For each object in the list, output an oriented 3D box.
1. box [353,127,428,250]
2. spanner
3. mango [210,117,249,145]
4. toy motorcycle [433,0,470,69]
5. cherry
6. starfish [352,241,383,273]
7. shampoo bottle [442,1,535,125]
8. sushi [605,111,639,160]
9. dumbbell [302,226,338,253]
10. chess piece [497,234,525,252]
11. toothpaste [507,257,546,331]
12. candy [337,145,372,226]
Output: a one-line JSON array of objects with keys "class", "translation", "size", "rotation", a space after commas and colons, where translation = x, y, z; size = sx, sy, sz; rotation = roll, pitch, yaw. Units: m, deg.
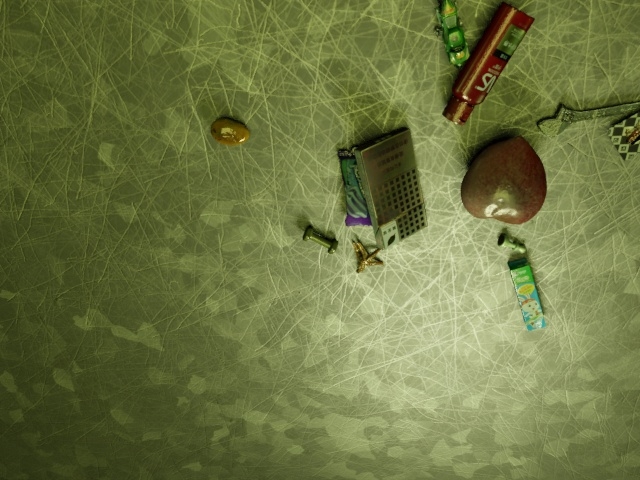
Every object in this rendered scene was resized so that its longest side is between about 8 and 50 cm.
[{"class": "box", "translation": [0.215, -0.149, 1.522], "size": [0.180, 0.047, 0.325], "rotation": [-27, 119, -20]}, {"class": "spanner", "translation": [0.770, -0.350, 1.424], "size": [0.325, 0.026, 0.093], "rotation": [-8, 120, 8]}, {"class": "mango", "translation": [-0.266, -0.320, 1.512], "size": [0.114, 0.057, 0.079], "rotation": [5, 116, -8]}, {"class": "toy motorcycle", "translation": [0.337, -0.524, 1.314], "size": [0.074, 0.106, 0.190], "rotation": [-17, 118, 13]}, {"class": "cherry", "translation": [0.521, -0.166, 1.460], "size": [0.239, 0.206, 0.240], "rotation": [0, 84, 4]}, {"class": "starfish", "translation": [0.150, 0.072, 1.705], "size": [0.133, 0.041, 0.130], "rotation": [21, 120, -7]}, {"class": "shampoo bottle", "translation": [0.431, -0.456, 1.350], "size": [0.118, 0.076, 0.314], "rotation": [-3, 131, -45]}, {"class": "sushi", "translation": [0.884, -0.303, 1.441], "size": [0.126, 0.026, 0.120], "rotation": [-32, 115, 25]}, {"class": "dumbbell", "translation": [0.000, 0.000, 1.671], "size": [0.117, 0.052, 0.046], "rotation": [28, 162, -11]}, {"class": "chess piece", "translation": [0.614, 0.016, 1.638], "size": [0.093, 0.042, 0.042], "rotation": [21, 119, -14]}, {"class": "toothpaste", "translation": [0.691, 0.185, 1.719], "size": [0.065, 0.050, 0.267], "rotation": [-17, 116, 17]}, {"class": "candy", "translation": [0.134, -0.154, 1.564], "size": [0.145, 0.070, 0.275], "rotation": [-1, 116, 13]}]
